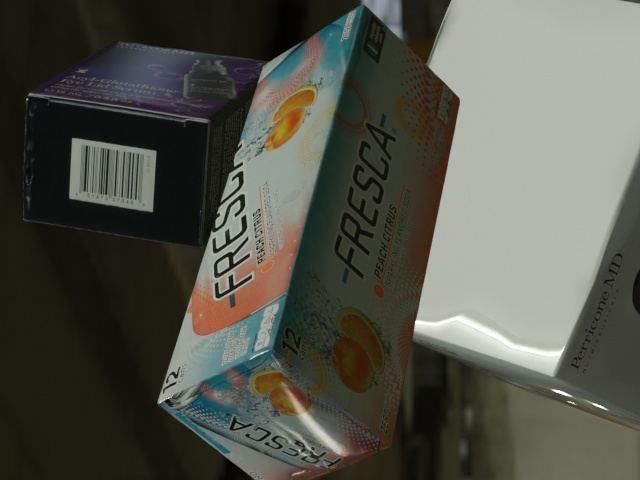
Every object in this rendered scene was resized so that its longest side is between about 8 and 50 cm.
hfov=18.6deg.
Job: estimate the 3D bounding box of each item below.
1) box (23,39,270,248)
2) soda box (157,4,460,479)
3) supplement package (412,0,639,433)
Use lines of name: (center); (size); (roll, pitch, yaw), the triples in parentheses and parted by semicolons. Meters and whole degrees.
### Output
box: (-0.134, -0.083, 1.587); (0.207, 0.153, 0.108); (-55, -28, -68)
soda box: (0.000, 0.000, 0.719); (0.063, 0.058, 0.183); (42, -140, -26)
supplement package: (0.153, -0.009, 1.039); (0.203, 0.149, 0.194); (25, -96, -47)
